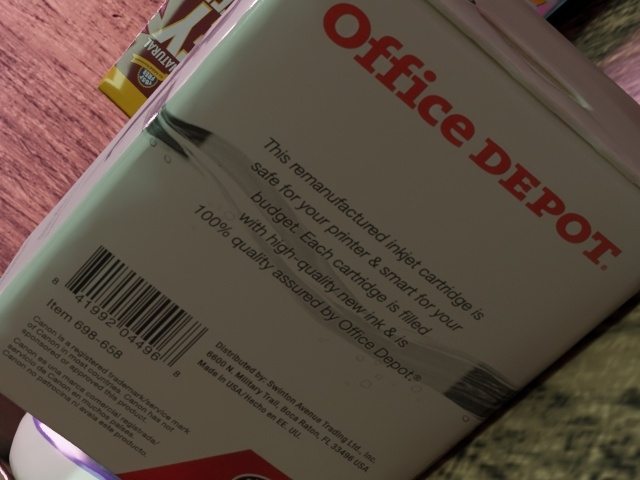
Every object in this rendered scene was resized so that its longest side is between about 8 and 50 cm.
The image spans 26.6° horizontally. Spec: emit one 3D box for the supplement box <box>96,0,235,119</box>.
[{"bbox_3d":[-0.027,-0.133,1.027,0.191,0.129,0.194,-49,-15,11],"label":"supplement box"}]

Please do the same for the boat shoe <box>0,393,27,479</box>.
[{"bbox_3d":[-0.178,0.191,0.785,0.104,0.110,0.307,-53,34,1],"label":"boat shoe"}]

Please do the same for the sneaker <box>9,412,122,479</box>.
[{"bbox_3d":[-0.068,0.055,0.830,0.236,0.130,0.323,-56,8,0],"label":"sneaker"}]

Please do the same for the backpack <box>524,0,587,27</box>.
[{"bbox_3d":[0.124,-0.212,0.883,0.188,0.144,0.166,-49,19,23],"label":"backpack"}]

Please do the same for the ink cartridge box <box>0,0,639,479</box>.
[{"bbox_3d":[0.000,0.000,0.614,0.273,0.197,0.114,-44,15,27],"label":"ink cartridge box"}]
